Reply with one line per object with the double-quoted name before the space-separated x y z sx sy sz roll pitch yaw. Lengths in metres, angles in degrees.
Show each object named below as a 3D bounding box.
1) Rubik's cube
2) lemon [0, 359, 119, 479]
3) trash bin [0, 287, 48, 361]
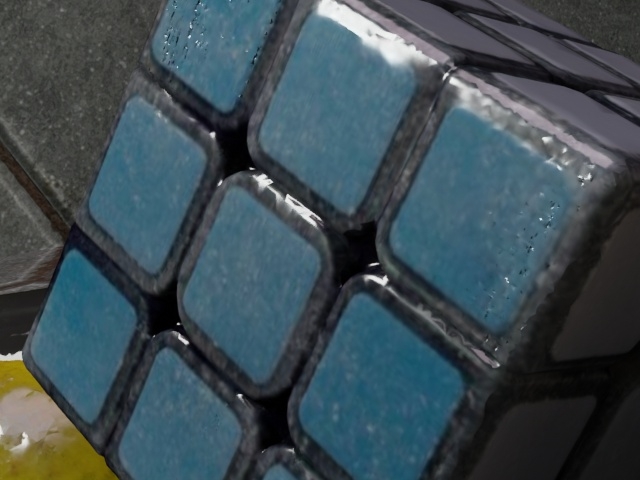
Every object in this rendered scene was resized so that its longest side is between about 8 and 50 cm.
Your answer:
"Rubik's cube" 0.067 0.026 0.724 0.303 0.305 0.301 1 29 -47
"lemon" -0.186 0.171 0.876 0.207 0.170 0.170 20 18 17
"trash bin" -0.266 0.142 1.070 0.301 0.203 0.252 -8 44 7
